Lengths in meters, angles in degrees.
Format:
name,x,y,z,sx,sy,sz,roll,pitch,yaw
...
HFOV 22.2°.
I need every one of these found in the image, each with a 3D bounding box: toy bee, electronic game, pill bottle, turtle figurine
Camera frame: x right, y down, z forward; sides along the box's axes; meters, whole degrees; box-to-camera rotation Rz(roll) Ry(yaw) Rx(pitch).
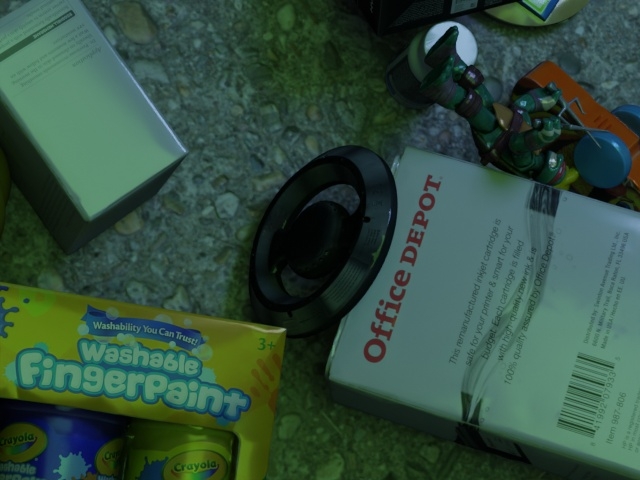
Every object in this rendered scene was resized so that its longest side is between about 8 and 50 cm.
name,x,y,z,sx,sy,sz,roll,pitch,yaw
toy bee,0.340,-0.072,1.948,0.195,0.162,0.298,-15,53,-32
electronic game,0.000,0.000,1.803,0.048,0.229,0.229,28,73,-34
pill bottle,0.131,-0.207,1.912,0.078,0.137,0.078,2,80,-14
turtle figurine,0.216,-0.131,1.802,0.234,0.175,0.118,35,104,-15

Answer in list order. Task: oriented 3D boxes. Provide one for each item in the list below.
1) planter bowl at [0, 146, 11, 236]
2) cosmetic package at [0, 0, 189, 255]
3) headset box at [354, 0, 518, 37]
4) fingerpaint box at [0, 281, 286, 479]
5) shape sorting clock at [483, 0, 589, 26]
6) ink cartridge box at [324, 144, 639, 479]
name,x,y,z,sx,sy,sz,roll,pitch,yaw
planter bowl,-0.399,-0.069,1.744,0.217,0.217,0.090,53,42,-1
cosmetic package,-0.272,-0.125,1.746,0.138,0.224,0.224,-35,91,-17
headset box,0.107,-0.391,1.899,0.218,0.110,0.293,-16,52,-16
fingerpaint box,-0.285,0.243,1.711,0.445,0.163,0.371,11,78,-13
shape sorting clock,0.256,-0.364,2.022,0.206,0.040,0.206,1,83,-12
ink cartridge box,0.233,0.095,1.820,0.395,0.166,0.285,18,75,7
